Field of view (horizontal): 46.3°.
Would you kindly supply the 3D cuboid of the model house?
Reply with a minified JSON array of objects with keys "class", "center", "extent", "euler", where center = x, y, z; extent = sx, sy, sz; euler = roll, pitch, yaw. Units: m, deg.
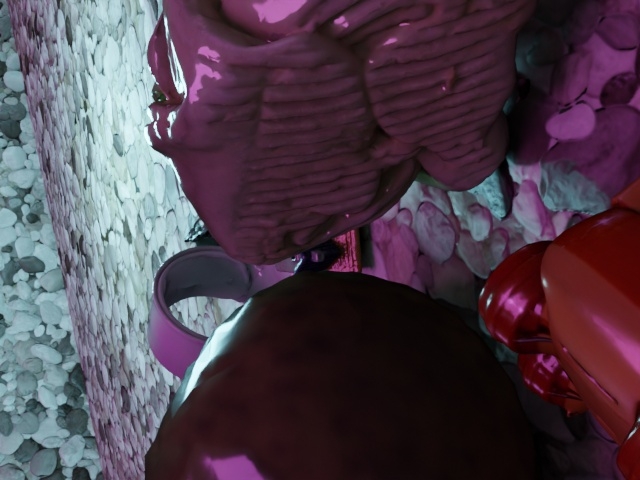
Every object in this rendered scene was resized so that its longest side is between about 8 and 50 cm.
[{"class":"model house","center":[0.000,0.000,0.972],"extent":[0.100,0.100,0.088],"euler":[8,104,59]}]

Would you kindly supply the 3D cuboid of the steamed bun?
[{"class":"steamed bun","center":[0.015,-0.174,0.674],"extent":[0.394,0.346,0.237],"euler":[-44,52,32]}]

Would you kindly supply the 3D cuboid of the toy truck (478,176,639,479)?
[{"class":"toy truck","center":[0.256,0.051,0.483],"extent":[0.189,0.239,0.265],"euler":[53,-178,40]}]

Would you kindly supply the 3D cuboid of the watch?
[{"class":"watch","center":[-0.128,0.108,1.102],"extent":[0.244,0.231,0.196],"euler":[59,142,39]}]

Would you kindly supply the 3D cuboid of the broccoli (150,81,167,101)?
[{"class":"broccoli","center":[-0.171,-0.231,1.161],"extent":[0.195,0.156,0.195],"euler":[-25,52,38]}]

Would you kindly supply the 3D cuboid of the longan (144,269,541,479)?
[{"class":"longan","center":[0.018,0.228,0.726],"extent":[0.391,0.391,0.391],"euler":[27,121,56]}]

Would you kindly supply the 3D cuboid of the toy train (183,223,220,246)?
[{"class":"toy train","center":[-0.161,-0.013,1.257],"extent":[0.071,0.111,0.170],"euler":[55,161,-10]}]
